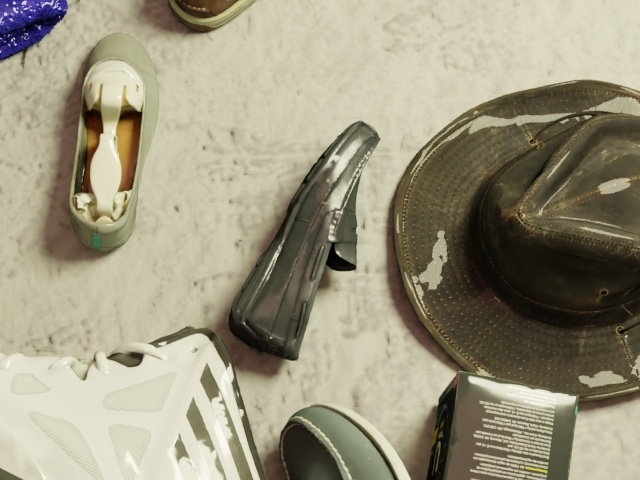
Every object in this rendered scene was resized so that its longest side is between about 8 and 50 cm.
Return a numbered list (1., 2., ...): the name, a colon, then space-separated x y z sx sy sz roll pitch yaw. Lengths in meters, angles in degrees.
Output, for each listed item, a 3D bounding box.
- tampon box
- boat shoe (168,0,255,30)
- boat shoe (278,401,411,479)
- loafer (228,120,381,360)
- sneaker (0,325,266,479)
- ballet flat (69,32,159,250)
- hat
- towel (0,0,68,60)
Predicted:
1. tampon box: 0.139 0.204 1.180 0.101 0.120 0.161 11 71 -1
2. boat shoe: -0.037 -0.301 1.348 0.095 0.095 0.257 38 73 9
3. boat shoe: 0.021 0.248 1.108 0.099 0.116 0.319 1 42 -28
4. loafer: 0.000 0.000 1.266 0.078 0.076 0.223 29 77 0
5. sneaker: -0.234 0.140 1.187 0.447 0.169 0.257 35 55 13
6. ballet flat: -0.182 -0.097 1.286 0.072 0.068 0.213 4 71 -3
7. hat: 0.233 -0.018 1.254 0.331 0.134 0.331 1 72 -4
8. towel: -0.397 -0.281 1.328 0.227 0.076 0.308 -30 76 -12
